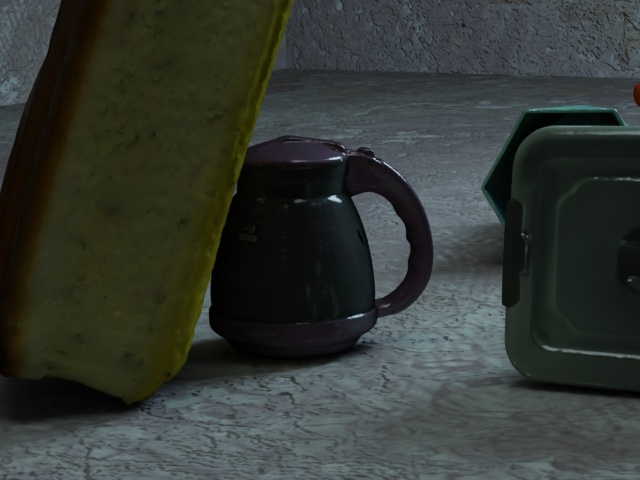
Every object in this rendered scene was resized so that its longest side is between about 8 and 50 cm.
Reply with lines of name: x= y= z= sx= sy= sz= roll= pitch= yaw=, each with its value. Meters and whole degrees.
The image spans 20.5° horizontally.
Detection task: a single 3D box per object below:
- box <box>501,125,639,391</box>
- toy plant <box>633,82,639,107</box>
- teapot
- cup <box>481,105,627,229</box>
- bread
box: x=0.232 y=0.013 z=1.094 sx=0.227 sy=0.162 sz=0.130 roll=3 pitch=1 yaw=26
toy plant: x=0.422 y=-0.091 z=1.590 sx=0.279 sy=0.185 sz=0.400 roll=-9 pitch=-9 yaw=16
teapot: x=-0.005 y=0.002 z=1.207 sx=0.148 sy=0.146 sz=0.116 roll=2 pitch=10 yaw=19
cup: x=0.233 y=-0.062 z=1.582 sx=0.148 sy=0.134 sz=0.235 roll=4 pitch=10 yaw=13
bread: x=-0.124 y=-0.084 z=1.185 sx=0.143 sy=0.333 sz=0.323 roll=16 pitch=4 yaw=-10
